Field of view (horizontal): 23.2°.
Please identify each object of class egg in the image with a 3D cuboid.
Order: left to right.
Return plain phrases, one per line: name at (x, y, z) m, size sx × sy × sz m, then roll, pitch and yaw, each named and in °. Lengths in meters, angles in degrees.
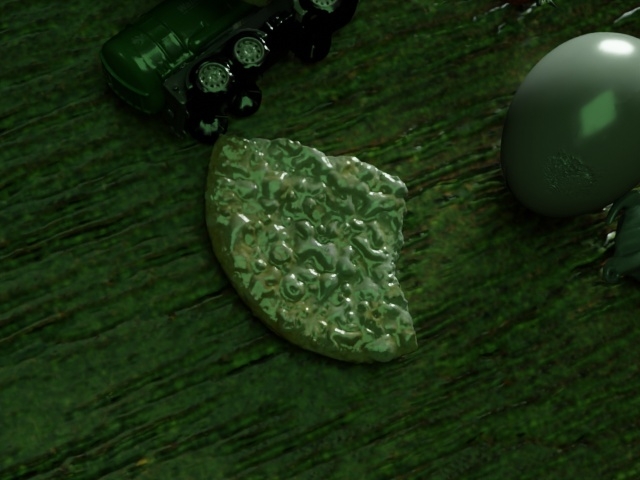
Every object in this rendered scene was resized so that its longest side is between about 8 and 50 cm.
egg at (0.248, -0.108, 1.460) m, size 0.146 × 0.146 × 0.198 m, roll 42°, pitch 76°, yaw 2°

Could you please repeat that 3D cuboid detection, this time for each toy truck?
toy truck at (-0.080, -0.193, 1.434) m, size 0.242 × 0.101 × 0.125 m, roll -38°, pitch 76°, yaw -20°

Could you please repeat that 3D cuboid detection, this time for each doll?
doll at (0.337, -0.012, 1.497) m, size 0.195 × 0.062 × 0.104 m, roll -34°, pitch 126°, yaw -26°

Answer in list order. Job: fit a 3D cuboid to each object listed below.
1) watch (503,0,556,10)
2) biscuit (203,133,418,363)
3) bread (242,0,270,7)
watch at (0.214, -0.310, 1.556) m, size 0.268 × 0.102 × 0.165 m, roll 44°, pitch 75°, yaw -7°
biscuit at (0.000, 0.000, 1.422) m, size 0.188 × 0.040 × 0.265 m, roll -36°, pitch 85°, yaw -21°
bread at (-0.033, -0.326, 1.378) m, size 0.152 × 0.130 × 0.267 m, roll 6°, pitch 50°, yaw 27°
